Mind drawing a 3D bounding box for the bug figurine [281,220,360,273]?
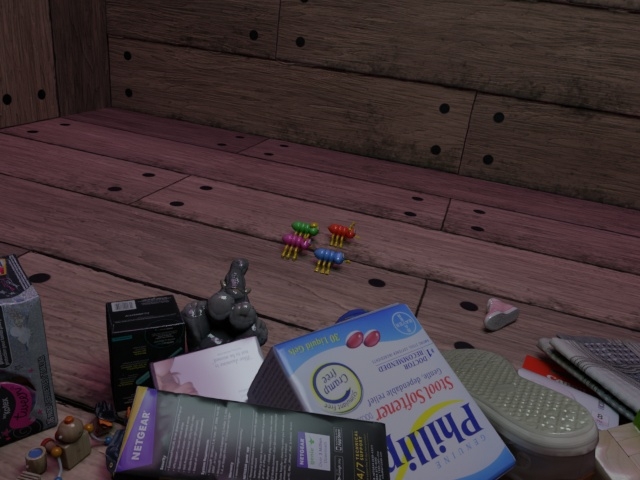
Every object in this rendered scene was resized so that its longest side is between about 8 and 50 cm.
[{"bbox_3d":[0.000,0.000,1.543,0.216,0.072,0.279,11,25,8],"label":"bug figurine"}]

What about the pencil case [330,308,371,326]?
[{"bbox_3d":[0.005,0.228,0.980,0.133,0.119,0.306,17,26,36],"label":"pencil case"}]

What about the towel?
[{"bbox_3d":[0.665,0.277,1.067,0.312,0.056,0.324,4,16,-17],"label":"towel"}]

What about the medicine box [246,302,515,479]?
[{"bbox_3d":[0.081,0.272,0.758,0.263,0.149,0.289,-12,54,-35],"label":"medicine box"}]

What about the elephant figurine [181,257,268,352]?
[{"bbox_3d":[-0.185,0.160,1.027,0.186,0.169,0.239,-32,10,-4],"label":"elephant figurine"}]

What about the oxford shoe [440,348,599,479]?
[{"bbox_3d":[0.296,0.290,0.895,0.169,0.130,0.449,-11,8,-11],"label":"oxford shoe"}]

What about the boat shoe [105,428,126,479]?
[{"bbox_3d":[-0.266,0.341,0.738,0.083,0.065,0.183,-10,27,-5],"label":"boat shoe"}]

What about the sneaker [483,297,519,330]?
[{"bbox_3d":[0.431,0.182,1.290,0.134,0.051,0.070,-9,27,-39],"label":"sneaker"}]

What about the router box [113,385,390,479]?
[{"bbox_3d":[-0.096,0.281,0.558,0.242,0.309,0.081,13,44,-12],"label":"router box"}]

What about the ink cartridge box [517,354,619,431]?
[{"bbox_3d":[0.493,0.301,1.040,0.189,0.066,0.232,19,31,25],"label":"ink cartridge box"}]

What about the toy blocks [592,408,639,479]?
[{"bbox_3d":[0.571,0.389,0.748,0.381,0.191,0.261,-9,36,-10],"label":"toy blocks"}]

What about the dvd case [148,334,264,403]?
[{"bbox_3d":[-0.146,0.278,0.787,0.180,0.022,0.253,-11,58,-22],"label":"dvd case"}]

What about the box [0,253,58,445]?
[{"bbox_3d":[-0.513,0.174,0.798,0.142,0.247,0.163,-15,32,-37],"label":"box"}]

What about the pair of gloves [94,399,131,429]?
[{"bbox_3d":[-0.327,0.290,0.842,0.083,0.010,0.074,27,2,-32],"label":"pair of gloves"}]

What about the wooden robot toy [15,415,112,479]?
[{"bbox_3d":[-0.386,0.296,0.770,0.076,0.079,0.173,17,26,21],"label":"wooden robot toy"}]

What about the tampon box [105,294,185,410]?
[{"bbox_3d":[-0.309,0.195,0.914,0.120,0.161,0.101,-4,26,-25],"label":"tampon box"}]
